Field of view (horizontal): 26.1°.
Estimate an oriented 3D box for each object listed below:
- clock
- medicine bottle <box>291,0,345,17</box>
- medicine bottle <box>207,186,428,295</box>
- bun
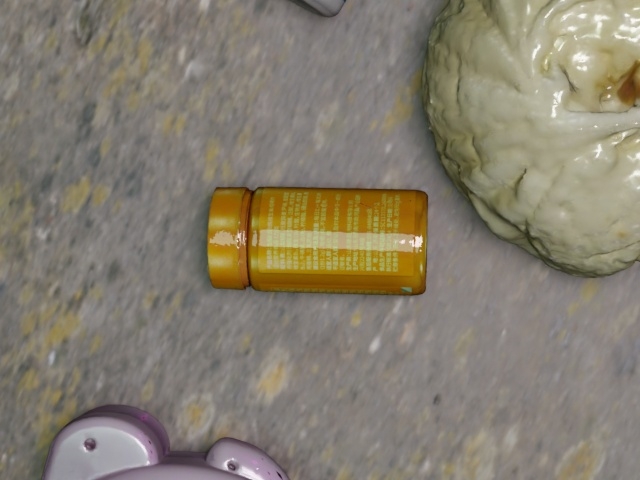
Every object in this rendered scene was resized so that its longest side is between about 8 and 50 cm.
[{"bbox_3d":[-0.116,0.322,1.247,0.322,0.113,0.296,15,93,3],"label":"clock"},{"bbox_3d":[0.013,-0.303,1.220,0.107,0.107,0.191,30,94,4],"label":"medicine bottle"},{"bbox_3d":[0.000,0.000,1.235,0.191,0.096,0.096,1,92,6],"label":"medicine bottle"},{"bbox_3d":[0.266,-0.134,1.140,0.352,0.227,0.349,31,94,5],"label":"bun"}]
